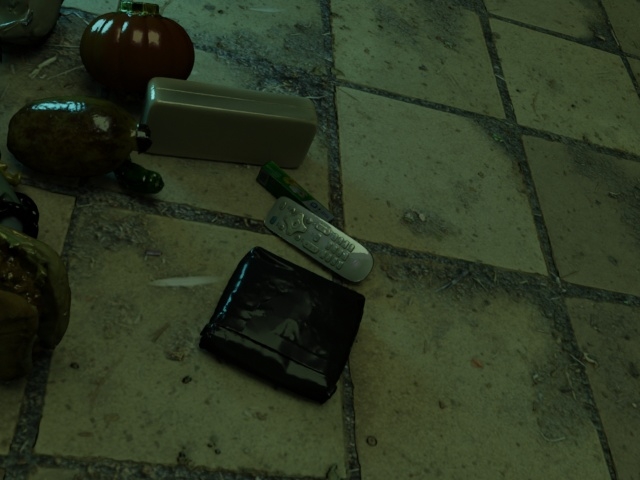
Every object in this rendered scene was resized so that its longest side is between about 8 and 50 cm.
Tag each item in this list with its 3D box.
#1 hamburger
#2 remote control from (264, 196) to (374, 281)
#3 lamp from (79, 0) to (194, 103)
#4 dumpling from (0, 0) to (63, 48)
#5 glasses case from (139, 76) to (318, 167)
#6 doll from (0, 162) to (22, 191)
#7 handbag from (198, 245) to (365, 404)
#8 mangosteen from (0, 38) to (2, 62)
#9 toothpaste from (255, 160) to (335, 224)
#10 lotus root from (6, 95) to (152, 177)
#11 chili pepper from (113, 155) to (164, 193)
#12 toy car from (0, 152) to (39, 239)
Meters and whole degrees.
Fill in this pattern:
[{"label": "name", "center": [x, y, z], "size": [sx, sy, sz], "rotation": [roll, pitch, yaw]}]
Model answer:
[{"label": "hamburger", "center": [-0.469, 0.074, 1.031], "size": [0.259, 0.283, 0.145], "rotation": [27, 56, -14]}, {"label": "remote control", "center": [0.000, 0.000, 1.461], "size": [0.229, 0.044, 0.073], "rotation": [32, 87, 10]}, {"label": "lamp", "center": [-0.362, -0.371, 1.509], "size": [0.223, 0.197, 0.223], "rotation": [6, 15, -2]}, {"label": "dumpling", "center": [-0.623, -0.484, 1.537], "size": [0.204, 0.163, 0.293], "rotation": [-7, 49, 14]}, {"label": "glasses case", "center": [-0.181, -0.229, 1.506], "size": [0.336, 0.144, 0.076], "rotation": [5, 50, -22]}, {"label": "doll", "center": [-0.607, -0.113, 1.267], "size": [0.188, 0.096, 0.145], "rotation": [47, 64, -18]}, {"label": "handbag", "center": [-0.057, 0.137, 1.301], "size": [0.246, 0.080, 0.223], "rotation": [25, 47, -2]}, {"label": "mangosteen", "center": [-0.734, -0.390, 1.268], "size": [0.421, 0.381, 0.381], "rotation": [54, 44, -19]}, {"label": "toothpaste", "center": [-0.051, -0.085, 1.512], "size": [0.178, 0.043, 0.037], "rotation": [41, 45, 12]}, {"label": "lotus root", "center": [-0.423, -0.184, 1.351], "size": [0.260, 0.128, 0.145], "rotation": [0, 68, 4]}, {"label": "chili pepper", "center": [-0.355, -0.145, 1.419], "size": [0.073, 0.050, 0.182], "rotation": [-32, 59, -7]}, {"label": "toy car", "center": [-0.547, -0.052, 1.151], "size": [0.190, 0.188, 0.255], "rotation": [-33, 110, -12]}]
